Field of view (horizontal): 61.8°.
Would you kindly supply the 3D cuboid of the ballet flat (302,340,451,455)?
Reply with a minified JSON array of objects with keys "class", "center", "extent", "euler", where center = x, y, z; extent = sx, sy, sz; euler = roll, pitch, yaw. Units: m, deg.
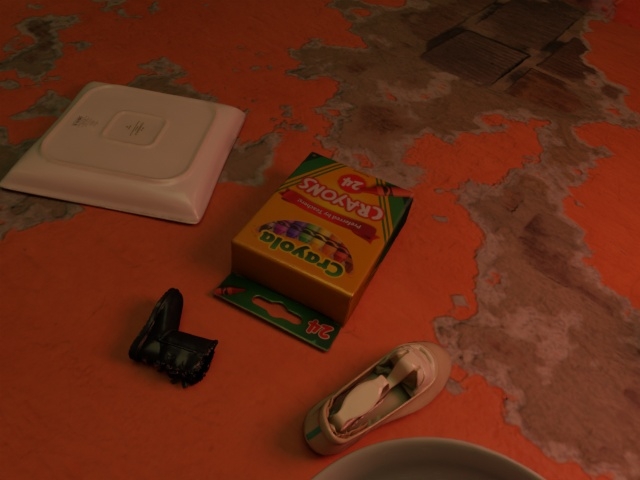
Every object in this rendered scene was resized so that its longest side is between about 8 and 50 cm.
[{"class":"ballet flat","center":[0.088,0.186,0.680],"extent":[0.248,0.086,0.086],"euler":[-27,56,-31]}]

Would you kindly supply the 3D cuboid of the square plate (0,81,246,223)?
[{"class":"square plate","center":[-0.343,-0.188,0.992],"extent":[0.343,0.049,0.347],"euler":[11,45,0]}]

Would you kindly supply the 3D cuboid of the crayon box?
[{"class":"crayon box","center":[0.000,0.000,0.846],"extent":[0.202,0.081,0.319],"euler":[24,47,12]}]

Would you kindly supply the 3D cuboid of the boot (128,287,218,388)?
[{"class":"boot","center":[-0.185,0.128,0.714],"extent":[0.099,0.045,0.121],"euler":[17,53,10]}]

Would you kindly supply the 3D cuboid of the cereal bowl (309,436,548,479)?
[{"class":"cereal bowl","center":[0.098,0.350,0.439],"extent":[0.338,0.141,0.339],"euler":[-13,53,17]}]
